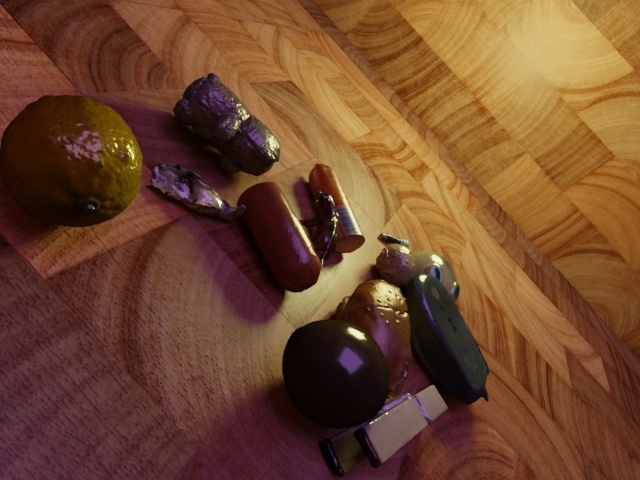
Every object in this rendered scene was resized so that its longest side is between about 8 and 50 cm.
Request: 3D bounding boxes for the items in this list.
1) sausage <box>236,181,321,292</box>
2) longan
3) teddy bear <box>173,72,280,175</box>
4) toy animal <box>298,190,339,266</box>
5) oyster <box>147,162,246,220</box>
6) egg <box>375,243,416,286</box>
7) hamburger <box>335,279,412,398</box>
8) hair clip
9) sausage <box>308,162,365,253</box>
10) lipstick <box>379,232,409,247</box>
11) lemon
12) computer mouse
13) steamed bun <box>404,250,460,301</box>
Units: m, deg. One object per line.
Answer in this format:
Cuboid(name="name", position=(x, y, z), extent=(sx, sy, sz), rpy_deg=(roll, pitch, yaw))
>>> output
Cuboid(name="sausage", position=(-0.089, -0.006, 0.991), extent=(0.114, 0.113, 0.259), rpy_deg=(-3, 57, -53))
Cuboid(name="longan", position=(0.028, 0.234, 0.796), extent=(0.198, 0.198, 0.212), rpy_deg=(60, 1, 20))
Cuboid(name="teddy bear", position=(-0.220, -0.265, 1.084), extent=(0.267, 0.151, 0.236), rpy_deg=(48, 2, -18))
Cuboid(name="toy animal", position=(0.007, 0.003, 1.098), extent=(0.114, 0.116, 0.255), rpy_deg=(31, 35, -23))
Cuboid(name="oyster", position=(-0.268, -0.090, 0.942), extent=(0.200, 0.061, 0.106), rpy_deg=(40, 49, -8))
Cuboid(name="egg", position=(0.217, 0.070, 1.298), extent=(0.116, 0.118, 0.140), rpy_deg=(5, 43, 11))
Cuboid(name="hamburger", position=(0.112, 0.198, 0.981), extent=(0.157, 0.144, 0.282), rpy_deg=(34, 34, -25))
Cuboid(name="hair clip", position=(0.143, 0.361, 0.881), extent=(0.331, 0.101, 0.085), rpy_deg=(0, 50, -53))
Cuboid(name="sausage", position=(0.033, -0.111, 1.287), extent=(0.093, 0.093, 0.312), rpy_deg=(15, 43, -43))
Cuboid(name="lipstick", position=(0.240, -0.002, 1.479), extent=(0.116, 0.037, 0.037), rpy_deg=(24, 38, -28))
Cuboid(name="lemon", position=(-0.374, -0.118, 0.685), extent=(0.192, 0.192, 0.231), rpy_deg=(12, 38, -45))
Cuboid(name="computer mouse", position=(0.323, 0.267, 1.192), extent=(0.188, 0.122, 0.370), rpy_deg=(-18, 76, -53))
Cuboid(name="steamed bun", position=(0.343, 0.122, 1.372), extent=(0.177, 0.131, 0.228), rpy_deg=(40, 30, -18))
